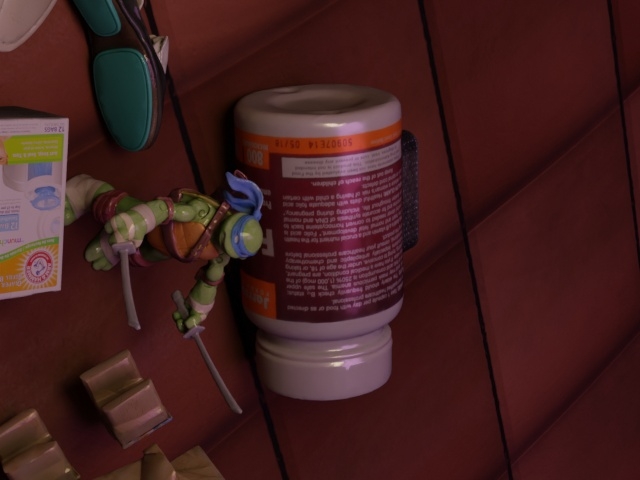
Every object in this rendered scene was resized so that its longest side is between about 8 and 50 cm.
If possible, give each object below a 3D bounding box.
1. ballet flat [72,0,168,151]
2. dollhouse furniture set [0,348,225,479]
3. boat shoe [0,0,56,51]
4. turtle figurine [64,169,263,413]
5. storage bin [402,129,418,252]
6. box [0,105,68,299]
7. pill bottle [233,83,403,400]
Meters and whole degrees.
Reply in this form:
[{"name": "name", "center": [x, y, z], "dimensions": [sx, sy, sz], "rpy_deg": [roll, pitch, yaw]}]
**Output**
[{"name": "ballet flat", "center": [-0.229, -0.246, 1.652], "dimensions": [0.096, 0.095, 0.280], "rpy_deg": [-46, 133, -46]}, {"name": "dollhouse furniture set", "center": [-0.270, 0.402, 1.608], "dimensions": [0.394, 0.362, 0.256], "rpy_deg": [-31, 135, -15]}, {"name": "boat shoe", "center": [-0.317, -0.364, 1.512], "dimensions": [0.116, 0.096, 0.324], "rpy_deg": [40, 70, -75]}, {"name": "turtle figurine", "center": [-0.207, 0.031, 1.619], "dimensions": [0.198, 0.266, 0.275], "rpy_deg": [14, 90, -49]}, {"name": "storage bin", "center": [0.069, -0.067, 2.001], "dimensions": [0.084, 0.122, 0.180], "rpy_deg": [-27, 120, -54]}, {"name": "box", "center": [-0.359, -0.043, 1.552], "dimensions": [0.114, 0.103, 0.203], "rpy_deg": [-7, 106, -47]}, {"name": "pill bottle", "center": [0.000, 0.000, 1.878], "dimensions": [0.224, 0.224, 0.392], "rpy_deg": [-19, 114, -44]}]
